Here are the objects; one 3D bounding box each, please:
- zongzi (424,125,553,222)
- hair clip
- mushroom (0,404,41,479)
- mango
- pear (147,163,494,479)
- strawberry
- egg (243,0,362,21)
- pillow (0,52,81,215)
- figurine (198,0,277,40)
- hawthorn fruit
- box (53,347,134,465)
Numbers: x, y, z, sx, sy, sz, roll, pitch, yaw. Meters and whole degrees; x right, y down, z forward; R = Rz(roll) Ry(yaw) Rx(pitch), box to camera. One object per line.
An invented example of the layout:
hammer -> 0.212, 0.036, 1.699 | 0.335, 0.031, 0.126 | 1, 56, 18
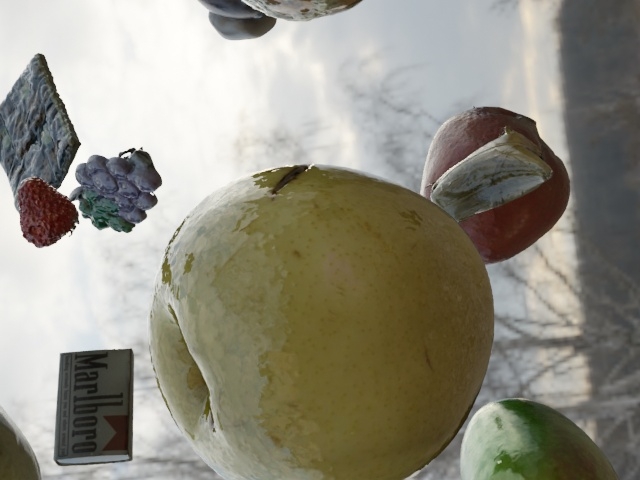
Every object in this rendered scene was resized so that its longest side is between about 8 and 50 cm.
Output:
zongzi -> 0.280, -0.089, 1.989 | 0.099, 0.194, 0.197 | 52, -173, -19
hair clip -> -0.294, -0.077, 1.771 | 0.124, 0.195, 0.052 | 38, -133, -6
mushroom -> -0.626, 0.381, 2.068 | 0.352, 0.260, 0.352 | 43, 169, 10
mango -> 0.279, 0.326, 1.570 | 0.225, 0.201, 0.382 | 41, -172, -12
pear -> 0.004, 0.078, 1.068 | 0.309, 0.309, 0.309 | -9, -90, -73
strawberry -> -0.314, -0.032, 1.393 | 0.083, 0.073, 0.073 | 49, -158, -5
egg -> -0.018, -0.323, 1.250 | 0.245, 0.203, 0.203 | -152, 46, -67
pillow -> -0.462, -0.163, 1.973 | 0.034, 0.189, 0.255 | 10, -143, -42
figurine -> -0.096, -0.409, 1.567 | 0.206, 0.218, 0.365 | 54, 180, 3
hawthorn fruit -> 0.332, -0.099, 2.353 | 0.295, 0.295, 0.311 | 12, -91, -72
box -> -0.340, 0.248, 1.853 | 0.036, 0.115, 0.177 | 87, 179, -59
